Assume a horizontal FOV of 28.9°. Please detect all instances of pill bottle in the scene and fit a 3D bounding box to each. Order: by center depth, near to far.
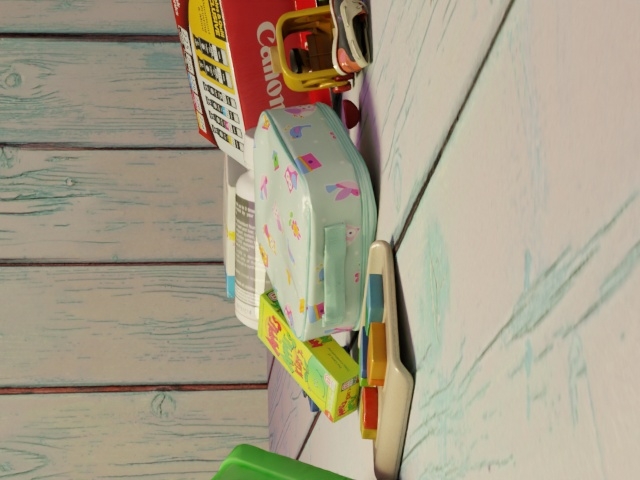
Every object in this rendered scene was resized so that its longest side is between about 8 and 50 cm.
[{"bbox_3d":[-0.046,-0.019,1.826,0.161,0.161,0.283,-108,19,-72],"label":"pill bottle"}]

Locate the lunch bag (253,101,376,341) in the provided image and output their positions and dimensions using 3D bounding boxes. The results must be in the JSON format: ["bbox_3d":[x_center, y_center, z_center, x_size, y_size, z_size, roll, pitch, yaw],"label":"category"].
[{"bbox_3d":[-0.005,-0.017,1.595,0.224,0.108,0.279,-121,24,-46],"label":"lunch bag"}]

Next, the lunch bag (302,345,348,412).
[{"bbox_3d":[0.007,0.202,1.791,0.067,0.065,0.098,-101,12,-61],"label":"lunch bag"}]

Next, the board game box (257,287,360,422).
[{"bbox_3d":[-0.017,0.153,1.695,0.181,0.043,0.092,46,149,31],"label":"board game box"}]

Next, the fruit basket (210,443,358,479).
[{"bbox_3d":[-0.013,0.416,1.434,0.392,0.283,0.392,-20,-65,-50],"label":"fruit basket"}]

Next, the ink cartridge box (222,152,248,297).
[{"bbox_3d":[-0.083,-0.044,2.152,0.171,0.168,0.232,-99,10,-53],"label":"ink cartridge box"}]

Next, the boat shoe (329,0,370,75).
[{"bbox_3d":[0.041,-0.274,1.553,0.043,0.049,0.137,-15,67,40],"label":"boat shoe"}]

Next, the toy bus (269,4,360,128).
[{"bbox_3d":[-0.015,-0.249,1.659,0.191,0.104,0.202,-100,2,-47],"label":"toy bus"}]

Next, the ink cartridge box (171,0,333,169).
[{"bbox_3d":[-0.106,-0.280,1.898,0.272,0.130,0.309,36,143,53],"label":"ink cartridge box"}]

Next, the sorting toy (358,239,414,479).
[{"bbox_3d":[0.062,0.134,1.370,0.208,0.038,0.193,-97,9,-47],"label":"sorting toy"}]

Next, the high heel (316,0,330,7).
[{"bbox_3d":[-0.002,-0.412,1.875,0.181,0.127,0.377,55,156,19],"label":"high heel"}]
